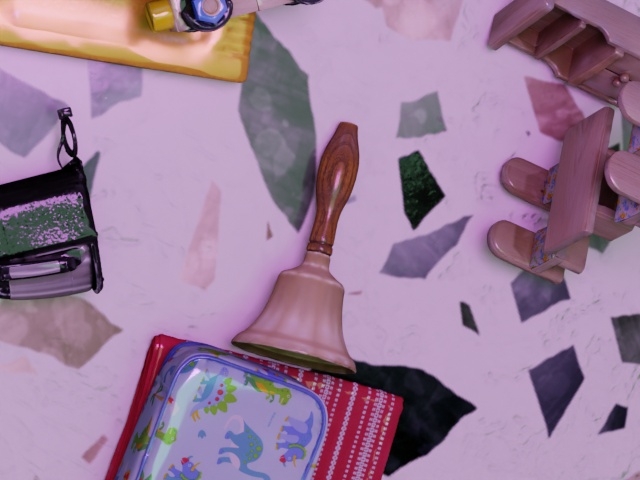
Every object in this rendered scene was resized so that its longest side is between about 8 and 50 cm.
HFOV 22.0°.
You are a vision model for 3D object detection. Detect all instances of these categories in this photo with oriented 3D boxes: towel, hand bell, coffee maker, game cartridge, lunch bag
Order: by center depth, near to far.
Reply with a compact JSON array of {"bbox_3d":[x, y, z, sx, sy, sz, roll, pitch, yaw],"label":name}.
[{"bbox_3d":[-0.305,-0.016,1.525,0.178,0.120,0.171,-10,76,-15],"label":"coffee maker"},{"bbox_3d":[-0.183,-0.327,1.540,0.285,0.052,0.324,7,94,-16],"label":"game cartridge"},{"bbox_3d":[-0.098,0.221,1.580,0.176,0.090,0.219,20,91,-16],"label":"lunch bag"},{"bbox_3d":[0.000,0.000,1.622,0.126,0.126,0.242,16,79,-17],"label":"hand bell"},{"bbox_3d":[-0.068,0.217,1.651,0.275,0.031,0.199,16,93,-17],"label":"towel"}]

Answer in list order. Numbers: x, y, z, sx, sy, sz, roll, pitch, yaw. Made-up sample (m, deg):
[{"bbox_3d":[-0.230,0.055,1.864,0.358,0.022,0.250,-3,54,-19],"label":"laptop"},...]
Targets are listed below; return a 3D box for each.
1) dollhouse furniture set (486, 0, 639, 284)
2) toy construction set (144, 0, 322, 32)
[{"bbox_3d":[0.243,-0.112,1.609,0.161,0.212,0.242,23,64,-19],"label":"dollhouse furniture set"},{"bbox_3d":[-0.090,-0.303,1.480,0.327,0.151,0.215,-14,102,-2],"label":"toy construction set"}]
